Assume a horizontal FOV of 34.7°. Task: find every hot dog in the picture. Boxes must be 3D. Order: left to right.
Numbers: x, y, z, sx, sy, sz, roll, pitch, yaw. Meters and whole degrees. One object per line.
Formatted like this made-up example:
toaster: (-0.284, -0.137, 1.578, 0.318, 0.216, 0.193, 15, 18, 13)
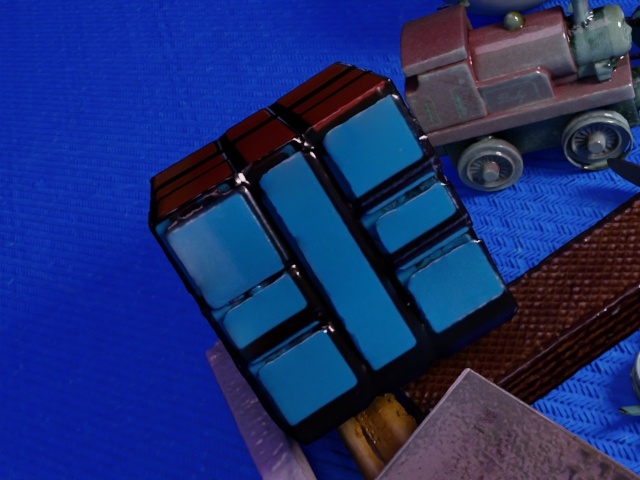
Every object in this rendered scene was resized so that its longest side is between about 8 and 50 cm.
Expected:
hot dog: (0.095, 0.247, 1.038, 0.083, 0.068, 0.289, -41, 46, 5)

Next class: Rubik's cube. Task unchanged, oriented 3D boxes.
Rubik's cube: (0.000, 0.000, 1.111, 0.283, 0.288, 0.293, -30, 14, 1)

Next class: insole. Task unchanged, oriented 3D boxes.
insole: (0.401, -0.053, 1.146, 0.188, 0.064, 0.004, 29, 81, 40)

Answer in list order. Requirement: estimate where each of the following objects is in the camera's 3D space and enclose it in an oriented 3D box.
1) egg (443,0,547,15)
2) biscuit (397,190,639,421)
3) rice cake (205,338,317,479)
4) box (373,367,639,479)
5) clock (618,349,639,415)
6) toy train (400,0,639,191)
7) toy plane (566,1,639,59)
egg: (0.289, -0.488, 1.469, 0.276, 0.276, 0.389, 25, 66, 44)
biscuit: (0.260, 0.078, 1.096, 0.388, 0.073, 0.107, -35, 43, -2)
rice cake: (-0.054, 0.225, 1.145, 0.056, 0.073, 0.365, -35, 42, 1)
box: (0.209, 0.266, 0.908, 0.324, 0.047, 0.180, 31, 67, 31)
clock: (0.354, 0.133, 1.007, 0.101, 0.041, 0.135, 21, 63, 42)
toy train: (0.251, -0.191, 1.247, 0.304, 0.221, 0.150, -13, 43, 20)
toy plane: (0.437, -0.276, 1.301, 0.381, 0.106, 0.155, 7, 53, 37)
